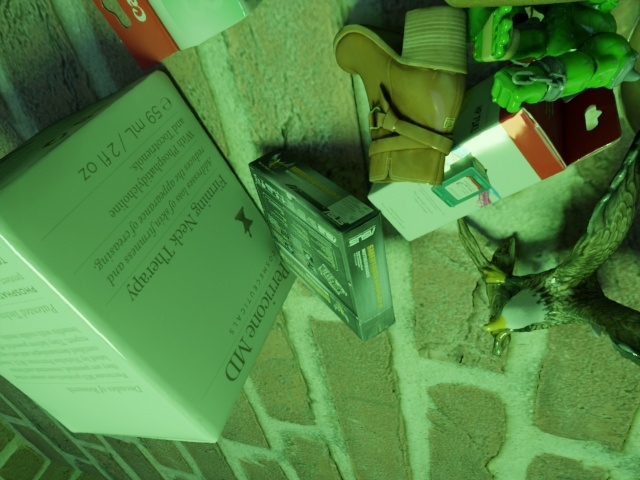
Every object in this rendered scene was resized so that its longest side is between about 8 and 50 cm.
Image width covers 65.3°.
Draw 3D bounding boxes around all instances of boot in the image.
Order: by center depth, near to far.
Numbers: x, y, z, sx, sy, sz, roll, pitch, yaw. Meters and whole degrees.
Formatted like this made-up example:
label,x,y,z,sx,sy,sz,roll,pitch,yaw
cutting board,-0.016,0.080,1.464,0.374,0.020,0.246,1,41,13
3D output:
label,x,y,z,sx,sy,sz,roll,pitch,yaw
boot,0.063,-0.134,0.496,0.073,0.197,0.152,-1,102,-24

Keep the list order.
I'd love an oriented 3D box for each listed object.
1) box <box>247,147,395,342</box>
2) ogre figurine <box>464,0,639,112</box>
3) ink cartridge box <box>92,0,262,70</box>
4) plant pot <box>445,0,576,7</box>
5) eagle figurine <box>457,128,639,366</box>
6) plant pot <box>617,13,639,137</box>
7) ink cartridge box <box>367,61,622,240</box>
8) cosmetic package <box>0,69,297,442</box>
label,x,y,z,sx,sy,sz,roll,pitch,yaw
box,0.000,0.000,0.666,0.231,0.056,0.183,39,153,46
ogre figurine,0.186,-0.181,0.422,0.118,0.197,0.097,1,123,-4
ink cartridge box,-0.201,-0.303,0.569,0.224,0.056,0.181,-13,123,32
plant pot,0.178,-0.238,0.268,0.254,0.237,0.237,-10,125,31
eagle figurine,0.272,0.051,0.522,0.226,0.225,0.298,40,156,-5
plant pot,0.382,-0.166,0.423,0.236,0.032,0.236,7,131,8
ink cartridge box,0.172,-0.105,0.521,0.231,0.134,0.078,-29,114,40
cosmetic package,-0.302,0.038,0.735,0.327,0.329,0.394,-11,126,32
